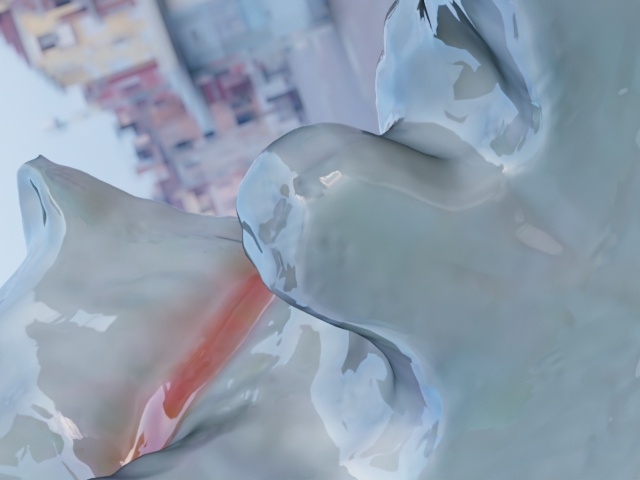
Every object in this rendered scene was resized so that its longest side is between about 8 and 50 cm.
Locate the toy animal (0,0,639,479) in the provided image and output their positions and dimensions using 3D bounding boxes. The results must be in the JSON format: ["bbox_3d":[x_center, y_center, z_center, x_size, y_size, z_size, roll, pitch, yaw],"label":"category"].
[{"bbox_3d":[0.000,0.000,0.515,0.188,0.266,0.308,-118,12,-49],"label":"toy animal"}]
